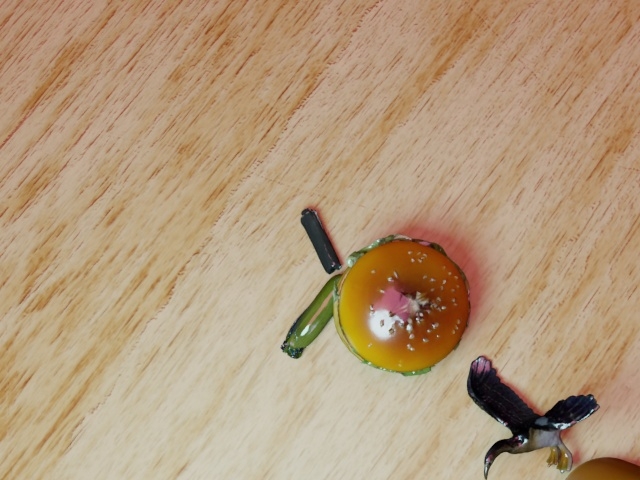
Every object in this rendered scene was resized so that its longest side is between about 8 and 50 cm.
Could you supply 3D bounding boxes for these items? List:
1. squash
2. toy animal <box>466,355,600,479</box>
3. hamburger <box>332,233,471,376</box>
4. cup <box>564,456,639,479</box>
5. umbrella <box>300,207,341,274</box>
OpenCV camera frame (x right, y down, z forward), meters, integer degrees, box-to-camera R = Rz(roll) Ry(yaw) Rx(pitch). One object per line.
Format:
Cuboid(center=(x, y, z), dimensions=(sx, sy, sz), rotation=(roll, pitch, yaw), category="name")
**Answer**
Cuboid(center=(-0.005, 0.132, 1.614), dimensions=(0.052, 0.052, 0.183), rotation=(39, 85, 16), category="squash")
Cuboid(center=(0.346, 0.318, 1.461), dimensions=(0.160, 0.272, 0.197), rotation=(35, 74, -21), category="toy animal")
Cuboid(center=(0.137, 0.106, 1.519), dimensions=(0.246, 0.170, 0.246), rotation=(1, 83, -5), category="hamburger")
Cuboid(center=(0.472, 0.444, 1.353), dimensions=(0.182, 0.264, 0.226), rotation=(16, 78, -4), category="cup")
Cuboid(center=(-0.001, 0.001, 1.659), dimensions=(0.036, 0.031, 0.133), rotation=(-24, 72, -1), category="umbrella")
